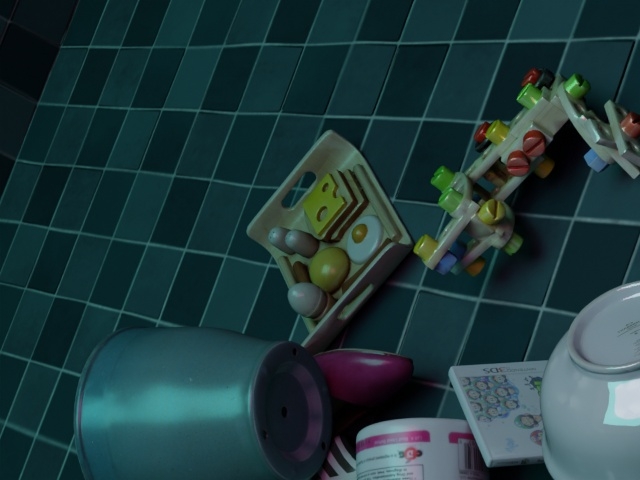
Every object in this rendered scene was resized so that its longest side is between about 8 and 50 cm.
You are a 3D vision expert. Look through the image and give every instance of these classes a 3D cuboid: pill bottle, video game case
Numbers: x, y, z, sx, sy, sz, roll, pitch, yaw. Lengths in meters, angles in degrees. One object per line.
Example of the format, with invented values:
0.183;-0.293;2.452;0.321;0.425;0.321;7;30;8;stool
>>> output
0.124;0.362;2.111;0.160;0.160;0.283;-20;65;46;pill bottle
0.241;0.203;2.110;0.157;0.143;0.019;-111;24;-47;video game case

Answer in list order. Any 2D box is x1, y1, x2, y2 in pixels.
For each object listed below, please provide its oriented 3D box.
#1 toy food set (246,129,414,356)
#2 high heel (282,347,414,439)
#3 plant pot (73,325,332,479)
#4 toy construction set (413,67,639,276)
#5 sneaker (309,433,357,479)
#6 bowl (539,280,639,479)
0.000;0.000;2.592;0.219;0.092;0.306;-50;37;19;toy food set
-0.002;0.265;2.410;0.377;0.127;0.181;-30;48;52;high heel
-0.134;0.232;2.307;0.255;0.272;0.271;-9;60;32;plant pot
0.263;-0.097;2.257;0.328;0.151;0.215;-32;20;27;toy construction set
0.022;0.423;2.221;0.257;0.169;0.447;-44;36;29;sneaker
0.351;0.136;1.897;0.298;0.134;0.298;-23;30;14;bowl
